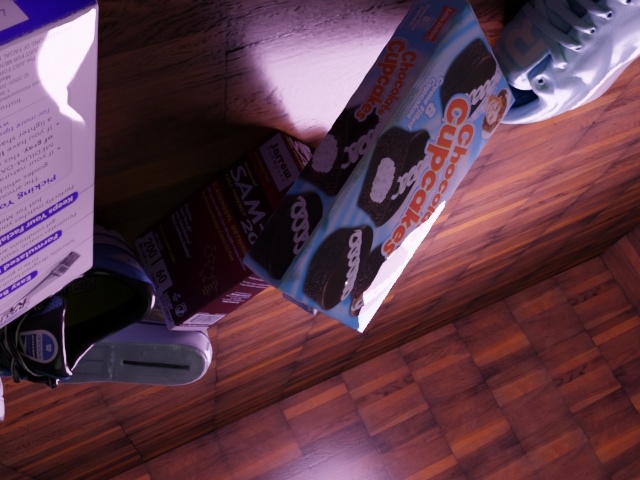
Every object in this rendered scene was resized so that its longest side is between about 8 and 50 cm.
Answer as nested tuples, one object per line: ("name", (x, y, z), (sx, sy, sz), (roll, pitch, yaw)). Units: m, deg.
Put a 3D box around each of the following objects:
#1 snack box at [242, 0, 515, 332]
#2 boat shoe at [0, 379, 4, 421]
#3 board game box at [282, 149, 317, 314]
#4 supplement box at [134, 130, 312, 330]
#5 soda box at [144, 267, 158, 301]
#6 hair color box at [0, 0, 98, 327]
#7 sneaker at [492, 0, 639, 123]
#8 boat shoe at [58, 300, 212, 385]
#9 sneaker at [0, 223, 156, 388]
("snack box", (0.073, -0.070, 0.723), (0.322, 0.060, 0.187), (-57, 145, -1))
("boat shoe", (-0.470, 0.146, 0.794), (0.118, 0.103, 0.320), (-9, 156, 6))
("board game box", (0.000, 0.000, 0.937), (0.194, 0.060, 0.194), (-62, 158, 0))
("supplement box", (-0.097, -0.005, 0.823), (0.239, 0.130, 0.073), (-35, 158, 19))
("soda box", (-0.157, 0.036, 0.946), (0.216, 0.069, 0.074), (-30, 161, 11))
("hair color box", (-0.261, -0.039, 0.478), (0.185, 0.110, 0.339), (-39, 168, -32))
("sneaker", (0.266, -0.222, 0.740), (0.150, 0.135, 0.366), (-28, 161, -8))
("boat shoe", (-0.286, 0.115, 0.858), (0.302, 0.094, 0.109), (13, 119, -19))
("sneaker", (-0.311, 0.074, 0.665), (0.330, 0.147, 0.130), (-20, 122, -34))
